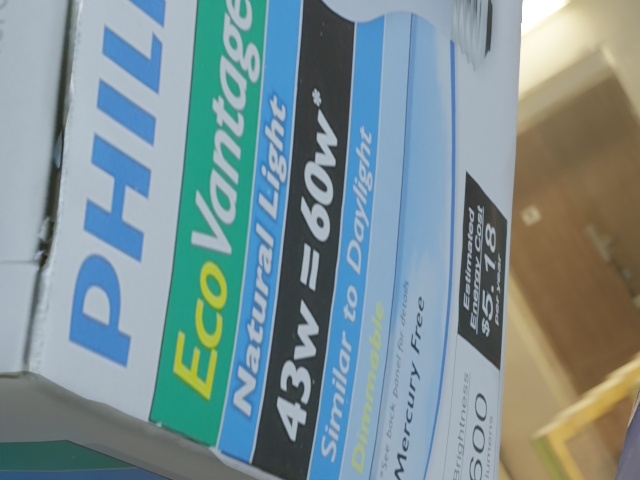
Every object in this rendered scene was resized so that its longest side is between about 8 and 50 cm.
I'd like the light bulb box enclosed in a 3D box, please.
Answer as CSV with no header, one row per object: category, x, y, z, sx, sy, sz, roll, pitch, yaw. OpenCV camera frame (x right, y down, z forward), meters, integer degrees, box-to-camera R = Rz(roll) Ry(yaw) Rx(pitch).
light bulb box,-0.082,-0.076,0.603,0.225,0.358,0.361,-3,-18,23

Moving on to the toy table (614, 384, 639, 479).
toy table,0.156,0.149,0.313,0.252,0.274,0.161,-42,16,47
